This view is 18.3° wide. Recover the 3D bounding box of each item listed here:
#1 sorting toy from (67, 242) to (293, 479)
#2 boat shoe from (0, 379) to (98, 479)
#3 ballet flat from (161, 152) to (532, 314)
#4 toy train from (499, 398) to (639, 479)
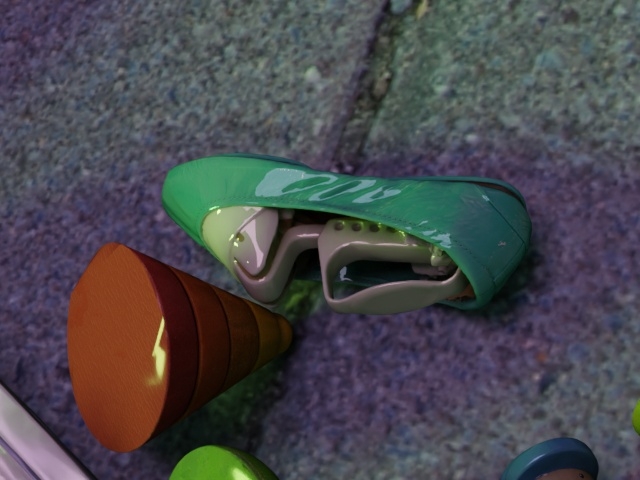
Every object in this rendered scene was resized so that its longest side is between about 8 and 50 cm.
[{"bbox_3d":[-0.018,0.152,1.108,0.365,0.126,0.127,61,137,30],"label":"sorting toy"},{"bbox_3d":[-0.214,0.126,1.209,0.084,0.095,0.258,-45,54,-8],"label":"boat shoe"},{"bbox_3d":[0.000,0.000,1.176,0.247,0.083,0.087,4,49,25],"label":"ballet flat"},{"bbox_3d":[0.215,0.120,1.021,0.248,0.105,0.143,-34,42,5],"label":"toy train"}]
